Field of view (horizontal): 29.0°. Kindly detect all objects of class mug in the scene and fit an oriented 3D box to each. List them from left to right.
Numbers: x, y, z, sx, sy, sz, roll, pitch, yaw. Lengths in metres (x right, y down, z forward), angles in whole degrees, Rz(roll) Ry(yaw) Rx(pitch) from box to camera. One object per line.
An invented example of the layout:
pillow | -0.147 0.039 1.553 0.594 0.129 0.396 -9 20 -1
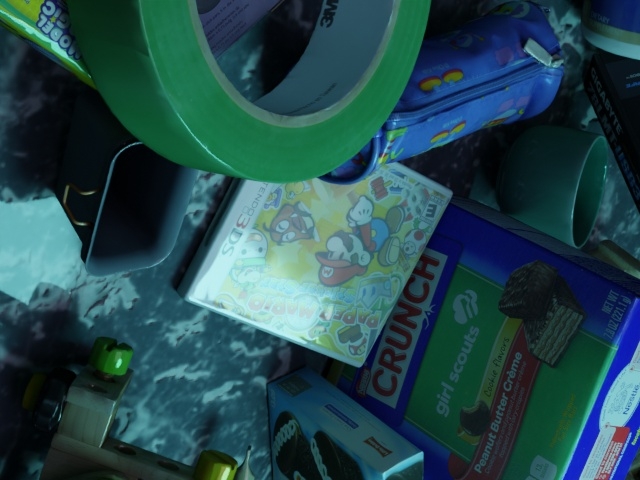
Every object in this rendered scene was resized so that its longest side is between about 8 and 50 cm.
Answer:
mug | 0.256 -0.059 1.377 0.129 0.097 0.158 -70 156 -13

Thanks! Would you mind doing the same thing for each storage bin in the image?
storage bin | -0.168 -0.052 0.991 0.098 0.091 0.135 -12 136 -38

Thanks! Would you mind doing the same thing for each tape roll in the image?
tape roll | -0.038 -0.204 0.900 0.321 0.077 0.321 -18 114 -47

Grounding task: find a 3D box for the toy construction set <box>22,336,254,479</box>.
toy construction set | -0.147 0.214 1.112 0.309 0.257 0.237 10 94 -66

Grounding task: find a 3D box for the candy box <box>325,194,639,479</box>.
candy box | 0.176 0.120 1.252 0.122 0.317 0.268 14 101 -43

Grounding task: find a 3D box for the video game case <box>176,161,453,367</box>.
video game case | 0.000 0.000 1.204 0.227 0.026 0.206 24 96 -34

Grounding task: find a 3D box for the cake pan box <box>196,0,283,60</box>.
cake pan box | -0.081 -0.299 0.967 0.267 0.070 0.246 -46 138 -13

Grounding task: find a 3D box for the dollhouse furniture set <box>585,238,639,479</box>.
dollhouse furniture set | 0.367 0.213 1.407 0.256 0.394 0.362 -24 139 -31

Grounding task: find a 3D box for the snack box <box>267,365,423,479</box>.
snack box | 0.026 0.313 1.320 0.060 0.187 0.322 -23 126 -32

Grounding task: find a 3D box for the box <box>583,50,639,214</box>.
box | 0.479 -0.102 1.359 0.295 0.293 0.073 -11 151 -8

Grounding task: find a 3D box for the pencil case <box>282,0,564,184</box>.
pencil case | 0.109 -0.144 1.161 0.306 0.133 0.119 -22 104 -40

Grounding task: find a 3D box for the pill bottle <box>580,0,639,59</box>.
pill bottle | 0.365 -0.333 1.292 0.153 0.153 0.265 -17 123 -35

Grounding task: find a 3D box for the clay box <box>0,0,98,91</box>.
clay box | -0.189 -0.157 0.903 0.053 0.127 0.222 -56 136 -2
